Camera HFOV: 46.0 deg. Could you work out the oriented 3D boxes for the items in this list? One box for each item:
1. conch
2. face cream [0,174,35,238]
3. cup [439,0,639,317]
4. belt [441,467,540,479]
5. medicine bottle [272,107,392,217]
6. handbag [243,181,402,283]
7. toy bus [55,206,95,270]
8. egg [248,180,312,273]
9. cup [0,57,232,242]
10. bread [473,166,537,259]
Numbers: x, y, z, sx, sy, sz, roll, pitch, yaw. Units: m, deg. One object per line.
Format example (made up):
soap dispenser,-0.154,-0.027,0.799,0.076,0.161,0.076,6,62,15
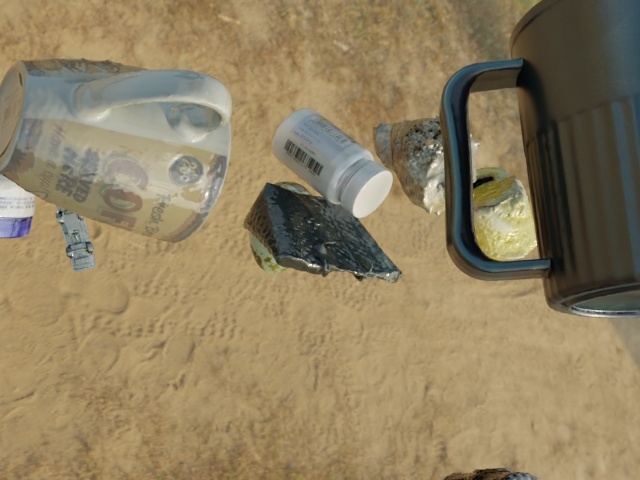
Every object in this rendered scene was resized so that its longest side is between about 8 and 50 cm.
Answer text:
conch,0.199,-0.158,1.391,0.178,0.162,0.245,-17,45,-45
face cream,-0.587,-0.076,1.267,0.206,0.206,0.111,8,96,-46
cup,0.294,-0.082,0.727,0.308,0.242,0.291,4,75,-22
belt,0.212,0.400,0.828,0.184,0.164,0.288,11,69,-34
medicine bottle,0.018,-0.124,1.198,0.187,0.102,0.103,40,32,27
handbag,0.000,0.000,1.180,0.271,0.088,0.175,9,29,-43
toy bus,-0.473,-0.021,1.454,0.051,0.061,0.152,-14,109,-13
egg,-0.094,-0.031,1.835,0.169,0.169,0.231,15,94,-43
cup,-0.253,-0.134,0.944,0.257,0.301,0.227,10,67,-41
bread,0.374,-0.050,1.634,0.197,0.197,0.170,-56,142,-43
